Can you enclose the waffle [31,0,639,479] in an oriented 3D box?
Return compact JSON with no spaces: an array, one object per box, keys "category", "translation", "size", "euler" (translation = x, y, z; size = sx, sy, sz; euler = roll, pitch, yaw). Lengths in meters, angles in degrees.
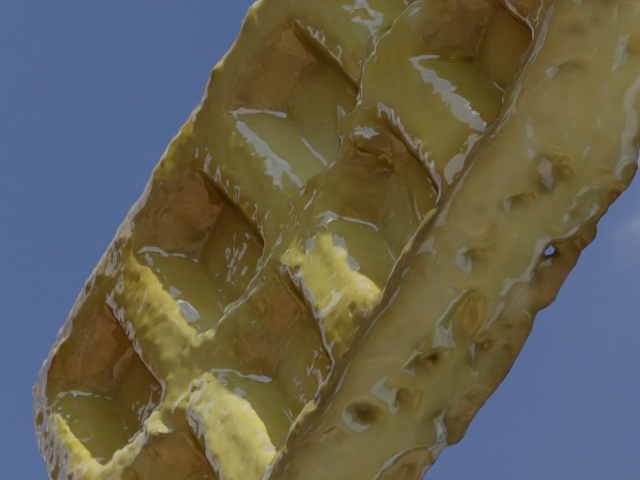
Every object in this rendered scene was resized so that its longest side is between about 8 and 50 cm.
[{"category":"waffle","translation":[0.000,0.000,0.576],"size":[0.057,0.168,0.274],"euler":[22,-72,-32]}]
